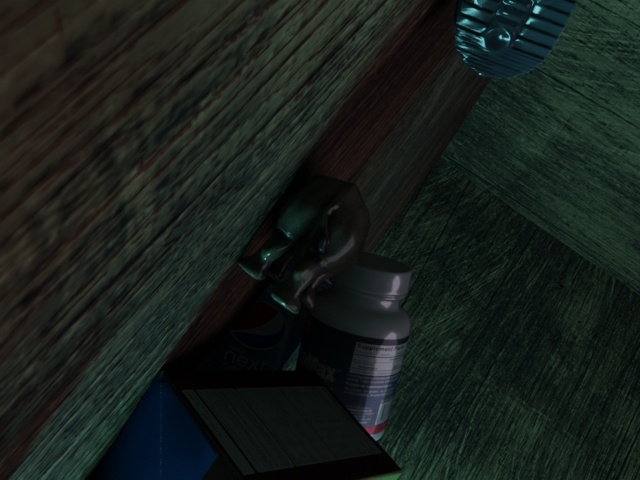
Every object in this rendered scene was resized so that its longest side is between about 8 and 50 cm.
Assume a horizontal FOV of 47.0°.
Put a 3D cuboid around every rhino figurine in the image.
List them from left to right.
[{"bbox_3d":[0.000,0.000,0.642,0.106,0.073,0.243,-52,176,1],"label":"rhino figurine"}]

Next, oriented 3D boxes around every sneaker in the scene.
[{"bbox_3d":[0.203,-0.289,0.577,0.319,0.112,0.131,-56,-168,38],"label":"sneaker"}]

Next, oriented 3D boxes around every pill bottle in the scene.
[{"bbox_3d":[0.034,0.106,0.760,0.108,0.108,0.180,-33,136,-75],"label":"pill bottle"}]

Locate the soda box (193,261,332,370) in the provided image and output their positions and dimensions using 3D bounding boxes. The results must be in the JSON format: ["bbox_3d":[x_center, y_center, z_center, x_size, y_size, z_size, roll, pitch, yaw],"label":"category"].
[{"bbox_3d":[-0.065,0.115,0.795,0.210,0.067,0.071,-50,172,-43],"label":"soda box"}]

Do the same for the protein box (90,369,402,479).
[{"bbox_3d":[-0.077,0.229,0.634,0.201,0.136,0.199,14,115,-52],"label":"protein box"}]
